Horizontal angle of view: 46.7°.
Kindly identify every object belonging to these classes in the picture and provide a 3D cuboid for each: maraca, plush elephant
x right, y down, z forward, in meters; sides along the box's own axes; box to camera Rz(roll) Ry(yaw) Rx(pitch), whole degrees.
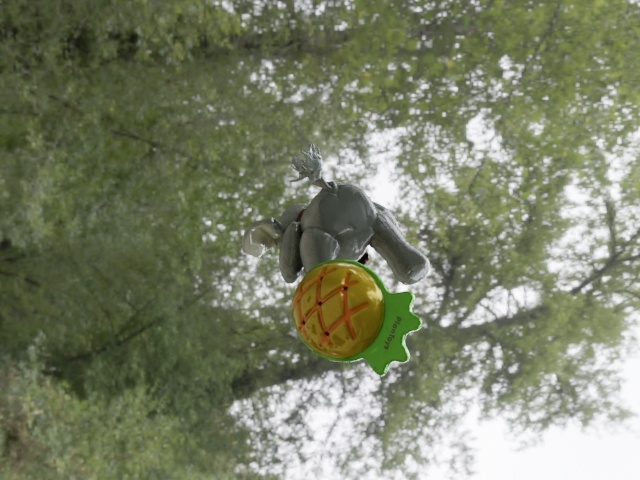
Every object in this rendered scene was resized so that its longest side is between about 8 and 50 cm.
[{"bbox_3d":[0.040,0.092,0.917,0.186,0.099,0.127,20,-88,36],"label":"maraca"},{"bbox_3d":[0.000,0.000,1.482,0.330,0.272,0.255,63,-25,7],"label":"plush elephant"}]
